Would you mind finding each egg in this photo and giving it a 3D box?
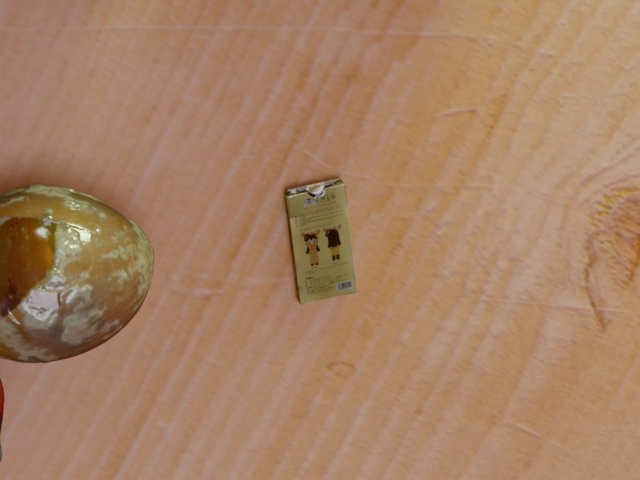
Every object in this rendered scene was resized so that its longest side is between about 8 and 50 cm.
[{"bbox_3d":[-0.292,0.036,1.951,0.233,0.195,0.195,-2,112,-14],"label":"egg"}]

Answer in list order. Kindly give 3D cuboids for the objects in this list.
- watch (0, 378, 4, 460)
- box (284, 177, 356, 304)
[{"bbox_3d":[-0.513,0.191,1.931,0.305,0.241,0.274,35,111,-27],"label":"watch"},{"bbox_3d":[0.000,0.000,2.129,0.073,0.020,0.149,-11,114,-13],"label":"box"}]
